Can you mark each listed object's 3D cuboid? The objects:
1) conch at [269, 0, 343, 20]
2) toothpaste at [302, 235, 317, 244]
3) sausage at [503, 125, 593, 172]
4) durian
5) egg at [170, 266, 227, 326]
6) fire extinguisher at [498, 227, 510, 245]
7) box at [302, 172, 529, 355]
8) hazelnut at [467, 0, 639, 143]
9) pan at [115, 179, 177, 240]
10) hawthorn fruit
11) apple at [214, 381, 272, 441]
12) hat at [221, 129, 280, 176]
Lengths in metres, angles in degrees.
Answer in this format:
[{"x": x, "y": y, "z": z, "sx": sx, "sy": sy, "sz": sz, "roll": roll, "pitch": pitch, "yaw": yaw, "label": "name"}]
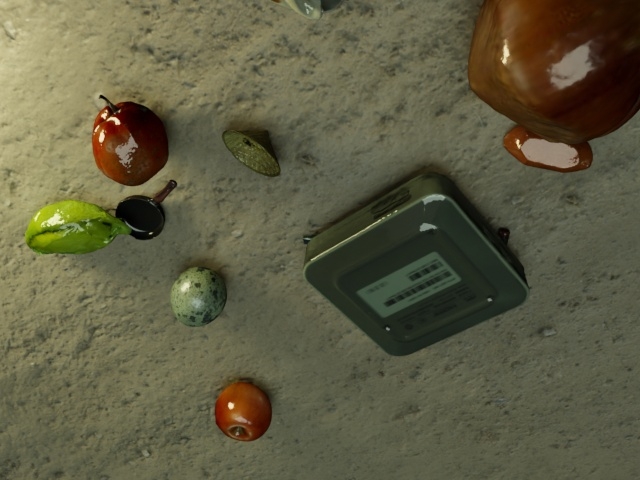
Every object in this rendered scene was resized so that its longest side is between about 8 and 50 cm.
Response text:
[{"x": -0.067, "y": -0.509, "z": 1.212, "sx": 0.148, "sy": 0.182, "sz": 0.275, "roll": 11, "pitch": 126, "yaw": 46, "label": "conch"}, {"x": 0.000, "y": 0.000, "z": 1.651, "sx": 0.083, "sy": 0.019, "sz": 0.027, "roll": -1, "pitch": 144, "yaw": 9, "label": "toothpaste"}, {"x": 0.463, "y": -0.186, "z": 1.451, "sx": 0.179, "sy": 0.089, "sz": 0.089, "roll": 11, "pitch": 126, "yaw": 7, "label": "sausage"}, {"x": -0.562, "y": -0.029, "z": 1.616, "sx": 0.250, "sy": 0.101, "sz": 0.139, "roll": -15, "pitch": 153, "yaw": 18, "label": "durian"}, {"x": -0.292, "y": 0.138, "z": 1.698, "sx": 0.132, "sy": 0.132, "sz": 0.172, "roll": 20, "pitch": 137, "yaw": -11, "label": "egg"}, {"x": 0.399, "y": 0.018, "z": 1.633, "sx": 0.046, "sy": 0.032, "sz": 0.100, "roll": 1, "pitch": 120, "yaw": -11, "label": "fire extinguisher"}, {"x": 0.215, "y": 0.076, "z": 1.616, "sx": 0.396, "sy": 0.111, "sz": 0.396, "roll": -31, "pitch": 121, "yaw": 29, "label": "box"}, {"x": 0.432, "y": -0.335, "z": 1.205, "sx": 0.372, "sy": 0.372, "sz": 0.315, "roll": -34, "pitch": 79, "yaw": 24, "label": "hazelnut"}, {"x": -0.379, "y": -0.081, "z": 1.599, "sx": 0.115, "sy": 0.040, "sz": 0.212, "roll": 36, "pitch": 127, "yaw": -20, "label": "pan"}, {"x": -0.392, "y": -0.211, "z": 1.435, "sx": 0.157, "sy": 0.157, "sz": 0.194, "roll": -10, "pitch": 129, "yaw": 11, "label": "hawthorn fruit"}, {"x": -0.208, "y": 0.465, "z": 1.923, "sx": 0.163, "sy": 0.139, "sz": 0.163, "roll": 0, "pitch": 126, "yaw": 0, "label": "apple"}, {"x": -0.128, "y": -0.203, "z": 1.490, "sx": 0.146, "sy": 0.067, "sz": 0.146, "roll": 29, "pitch": 161, "yaw": 11, "label": "hat"}]
